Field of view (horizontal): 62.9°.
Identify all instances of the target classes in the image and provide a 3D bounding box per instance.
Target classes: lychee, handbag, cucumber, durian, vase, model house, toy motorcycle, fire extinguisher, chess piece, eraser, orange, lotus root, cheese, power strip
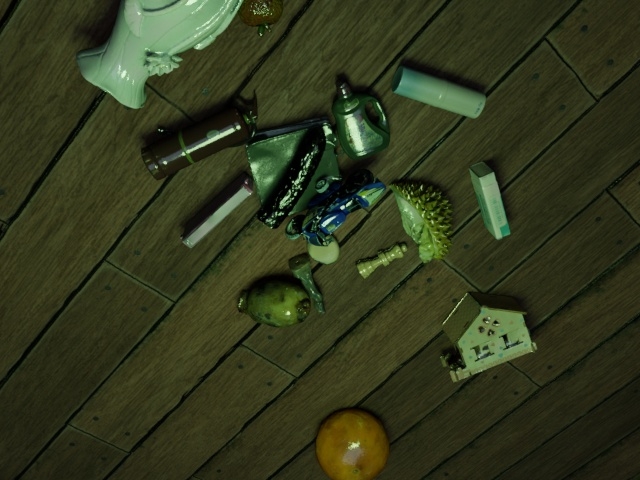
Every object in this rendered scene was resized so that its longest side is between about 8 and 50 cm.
[{"bbox_3d":[-0.148,-0.572,1.268,0.114,0.114,0.147,-14,96,2],"label":"lychee"},{"bbox_3d":[-0.067,-0.204,1.493,0.259,0.079,0.248,-13,120,-2],"label":"handbag"},{"bbox_3d":[-0.066,-0.166,1.428,0.081,0.072,0.304,28,110,-22],"label":"cucumber"},{"bbox_3d":[0.320,-0.043,1.584,0.166,0.172,0.306,-9,130,27],"label":"durian"},{"bbox_3d":[-0.371,-0.520,1.214,0.250,0.250,0.445,39,113,-23],"label":"vase"},{"bbox_3d":[0.546,0.300,1.790,0.325,0.169,0.244,-23,111,4],"label":"model house"},{"bbox_3d":[0.036,-0.080,1.450,0.315,0.169,0.113,-36,130,11],"label":"toy motorcycle"},{"bbox_3d":[-0.312,-0.288,1.410,0.341,0.105,0.142,-26,87,1],"label":"fire extinguisher"},{"bbox_3d":[0.199,0.059,1.676,0.171,0.060,0.060,-29,117,7],"label":"chess piece"},{"bbox_3d":[0.514,-0.119,1.586,0.052,0.096,0.225,-23,118,6],"label":"eraser"},{"bbox_3d":[0.118,0.773,1.956,0.283,0.226,0.284,-3,112,-7],"label":"orange"},{"bbox_3d":[-0.156,0.196,1.650,0.278,0.154,0.154,0,126,36],"label":"lotus root"},{"bbox_3d":[-0.006,0.004,1.628,0.092,0.048,0.171,-38,116,11],"label":"cheese"},{"bbox_3d":[-0.298,-0.088,1.512,0.279,0.109,0.037,-40,116,15],"label":"power strip"}]

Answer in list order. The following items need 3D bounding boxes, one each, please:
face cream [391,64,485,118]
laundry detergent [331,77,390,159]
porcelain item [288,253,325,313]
[{"bbox_3d":[0.321,-0.403,1.424,0.249,0.077,0.077,14,116,-14],"label":"face cream"},{"bbox_3d":[0.105,-0.343,1.438,0.144,0.078,0.222,-20,116,2],"label":"laundry detergent"},{"bbox_3d":[-0.033,0.150,1.686,0.069,0.081,0.216,-30,120,-10],"label":"porcelain item"}]
